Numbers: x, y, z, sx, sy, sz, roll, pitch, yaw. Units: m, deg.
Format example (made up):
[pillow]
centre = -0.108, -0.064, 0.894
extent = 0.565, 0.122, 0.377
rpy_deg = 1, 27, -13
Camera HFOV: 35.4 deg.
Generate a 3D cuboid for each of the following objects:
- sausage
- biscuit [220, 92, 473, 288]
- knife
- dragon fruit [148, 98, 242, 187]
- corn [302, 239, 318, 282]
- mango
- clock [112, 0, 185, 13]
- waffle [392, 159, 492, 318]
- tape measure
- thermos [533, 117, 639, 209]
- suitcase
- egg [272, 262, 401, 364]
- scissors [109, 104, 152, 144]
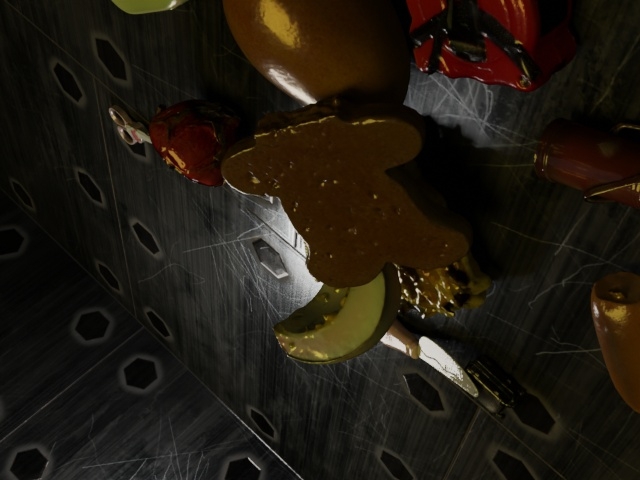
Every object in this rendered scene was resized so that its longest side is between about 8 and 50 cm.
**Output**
[sausage]
centre = 0.516, 0.193, 1.613
extent = 0.112, 0.112, 0.328
rpy_deg = 18, 142, 48
[biscuit]
centre = 0.061, -0.083, 1.669
extent = 0.368, 0.076, 0.394
rpy_deg = -15, 132, 32
[knife]
centre = 0.230, 0.237, 2.147
extent = 0.336, 0.043, 0.081
rpy_deg = 27, 132, 50
[dragon fruit]
centre = -0.252, -0.243, 2.197
extent = 0.218, 0.224, 0.148
rpy_deg = 25, 124, -26
[corn]
centre = 0.000, 0.000, 2.205
extent = 0.087, 0.087, 0.211
rpy_deg = 22, 137, 44
[mango]
centre = 0.005, -0.329, 1.608
extent = 0.264, 0.221, 0.378
rpy_deg = -4, 133, 48
[clock]
centre = -0.373, -0.616, 1.935
extent = 0.286, 0.117, 0.348
rpy_deg = 12, 135, 52
[waffle]
centre = 0.151, -0.014, 1.928
extent = 0.380, 0.095, 0.382
rpy_deg = 58, 156, -14
[tape measure]
centre = 0.220, -0.329, 1.374
extent = 0.253, 0.114, 0.260
rpy_deg = 22, 142, 43
[thermos]
centre = 0.420, -0.102, 1.388
extent = 0.232, 0.099, 0.124
rpy_deg = 23, 105, 41
[suitcase]
centre = 0.351, 0.300, 2.063
extent = 0.126, 0.059, 0.086
rpy_deg = 43, 153, 19
[egg]
centre = 0.063, 0.123, 1.933
extent = 0.206, 0.271, 0.162
rpy_deg = 24, -177, 29
[scissors]
centre = -0.477, -0.283, 2.634
extent = 0.242, 0.030, 0.118
rpy_deg = 26, 146, 44
